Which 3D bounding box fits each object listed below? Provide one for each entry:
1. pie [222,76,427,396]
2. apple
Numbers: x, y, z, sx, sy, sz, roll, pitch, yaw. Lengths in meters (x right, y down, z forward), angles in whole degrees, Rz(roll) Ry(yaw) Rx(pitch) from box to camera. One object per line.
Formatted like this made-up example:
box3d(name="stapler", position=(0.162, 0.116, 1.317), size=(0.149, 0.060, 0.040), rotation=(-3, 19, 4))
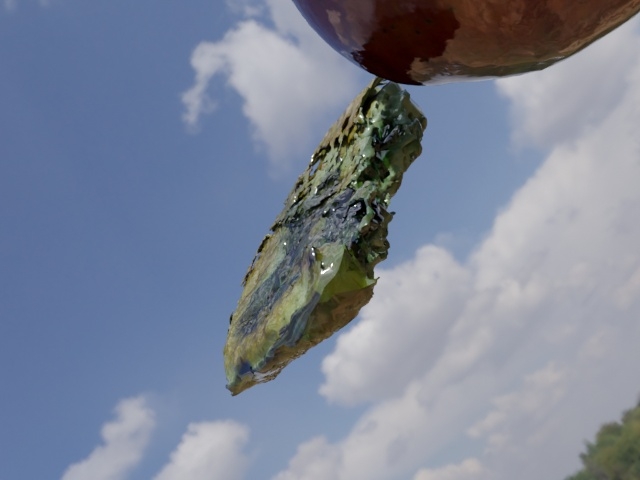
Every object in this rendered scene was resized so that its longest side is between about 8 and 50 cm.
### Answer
box3d(name="pie", position=(0.000, 0.000, 0.951), size=(0.296, 0.078, 0.371), rotation=(-54, 10, 34))
box3d(name="apple", position=(0.088, -0.296, 0.765), size=(0.295, 0.329, 0.365), rotation=(-78, -25, -46))
